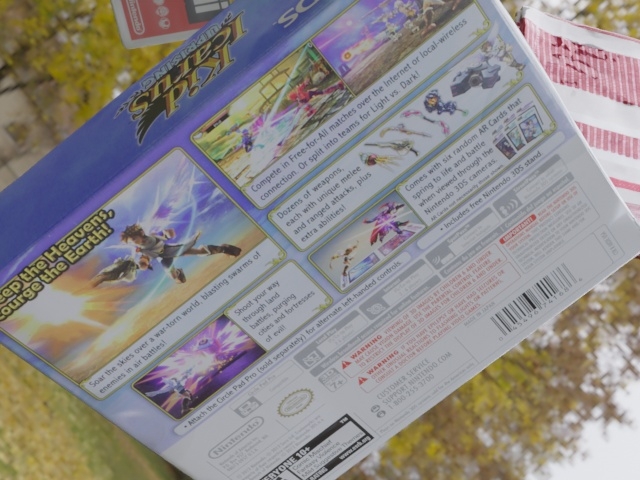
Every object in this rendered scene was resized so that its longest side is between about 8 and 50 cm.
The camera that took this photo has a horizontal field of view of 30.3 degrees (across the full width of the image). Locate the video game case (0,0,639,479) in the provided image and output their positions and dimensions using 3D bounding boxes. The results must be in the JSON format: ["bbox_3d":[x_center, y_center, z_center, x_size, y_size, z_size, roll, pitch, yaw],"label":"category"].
[{"bbox_3d":[0.000,0.000,0.587,0.244,0.269,0.061,46,9,-41],"label":"video game case"}]

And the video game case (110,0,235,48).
[{"bbox_3d":[-0.041,-0.267,0.909,0.025,0.285,0.204,-79,159,-63],"label":"video game case"}]

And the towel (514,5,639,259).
[{"bbox_3d":[0.298,-0.116,1.220,0.237,0.329,0.037,16,-43,1],"label":"towel"}]
